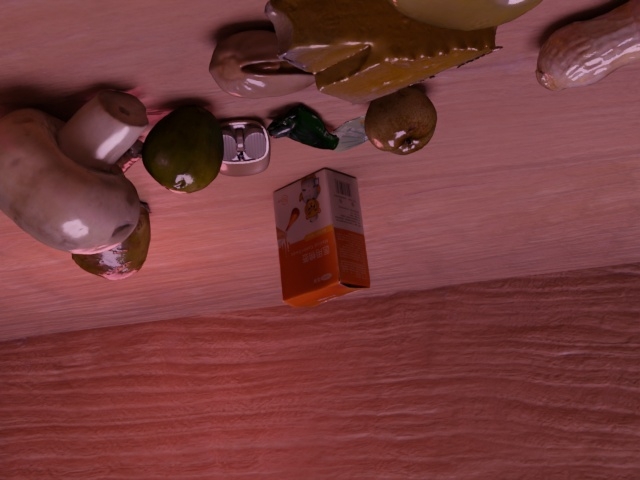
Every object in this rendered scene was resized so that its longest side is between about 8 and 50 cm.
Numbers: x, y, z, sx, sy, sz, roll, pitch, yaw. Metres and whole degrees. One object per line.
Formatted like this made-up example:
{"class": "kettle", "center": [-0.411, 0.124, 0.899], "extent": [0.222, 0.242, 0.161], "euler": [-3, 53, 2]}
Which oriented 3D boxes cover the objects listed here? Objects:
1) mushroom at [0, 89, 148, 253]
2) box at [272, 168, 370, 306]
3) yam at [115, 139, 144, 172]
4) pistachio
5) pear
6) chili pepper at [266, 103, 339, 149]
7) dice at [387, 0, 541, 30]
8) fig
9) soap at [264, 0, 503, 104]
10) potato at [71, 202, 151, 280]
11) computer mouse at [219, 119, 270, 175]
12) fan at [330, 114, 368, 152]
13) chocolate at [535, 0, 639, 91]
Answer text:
{"class": "mushroom", "center": [-0.541, -0.141, 1.617], "extent": [0.325, 0.353, 0.353], "euler": [-12, 169, -39]}
{"class": "box", "center": [0.000, 0.000, 2.173], "extent": [0.225, 0.341, 0.143], "euler": [-22, 156, 39]}
{"class": "yam", "center": [-0.498, -0.187, 1.891], "extent": [0.057, 0.056, 0.241], "euler": [8, 159, -38]}
{"class": "pistachio", "center": [-0.102, -0.336, 1.468], "extent": [0.223, 0.126, 0.152], "euler": [-6, -163, -15]}
{"class": "pear", "center": [0.183, -0.268, 1.741], "extent": [0.167, 0.136, 0.167], "euler": [-17, 152, -10]}
{"class": "chili pepper", "center": [-0.030, -0.260, 1.821], "extent": [0.108, 0.062, 0.216], "euler": [-21, 159, 38]}
{"class": "dice", "center": [0.204, -0.445, 1.040], "extent": [0.233, 0.238, 0.227], "euler": [3, 161, -28]}
{"class": "fig", "center": [-0.296, -0.204, 1.705], "extent": [0.181, 0.191, 0.181], "euler": [20, -168, -4]}
{"class": "soap", "center": [0.127, -0.381, 1.329], "extent": [0.339, 0.169, 0.304], "euler": [-17, 169, 29]}
{"class": "potato", "center": [-0.608, 0.003, 2.224], "extent": [0.247, 0.196, 0.299], "euler": [-7, 160, -2]}
{"class": "computer mouse", "center": [-0.193, -0.214, 1.872], "extent": [0.145, 0.081, 0.236], "euler": [-3, 163, -7]}
{"class": "fan", "center": [0.096, -0.269, 1.923], "extent": [0.131, 0.009, 0.240], "euler": [9, 157, -34]}
{"class": "chocolate", "center": [0.568, -0.391, 1.519], "extent": [0.309, 0.134, 0.134], "euler": [-21, 157, 33]}
